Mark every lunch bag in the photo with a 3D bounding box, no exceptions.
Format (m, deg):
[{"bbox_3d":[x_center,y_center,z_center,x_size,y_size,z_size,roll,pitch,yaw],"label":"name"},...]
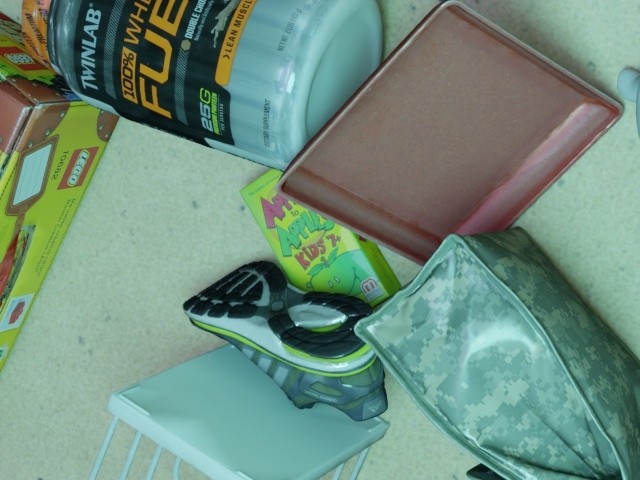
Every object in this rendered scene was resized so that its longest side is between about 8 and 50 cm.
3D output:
[{"bbox_3d":[0.203,0.139,1.637,0.169,0.235,0.287,-45,77,17],"label":"lunch bag"}]

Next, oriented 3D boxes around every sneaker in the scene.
[{"bbox_3d":[-0.039,0.110,1.779,0.300,0.111,0.121,23,138,52],"label":"sneaker"}]

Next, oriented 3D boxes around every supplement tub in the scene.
[{"bbox_3d":[-0.124,-0.207,1.760,0.338,0.207,0.207,19,104,22],"label":"supplement tub"}]

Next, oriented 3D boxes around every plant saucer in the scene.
[{"bbox_3d":[0.122,-0.101,1.668,0.258,0.259,0.048,-46,40,23],"label":"plant saucer"}]

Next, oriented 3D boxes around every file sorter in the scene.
[{"bbox_3d":[-0.094,0.244,1.768,0.193,0.277,0.173,30,110,19],"label":"file sorter"}]

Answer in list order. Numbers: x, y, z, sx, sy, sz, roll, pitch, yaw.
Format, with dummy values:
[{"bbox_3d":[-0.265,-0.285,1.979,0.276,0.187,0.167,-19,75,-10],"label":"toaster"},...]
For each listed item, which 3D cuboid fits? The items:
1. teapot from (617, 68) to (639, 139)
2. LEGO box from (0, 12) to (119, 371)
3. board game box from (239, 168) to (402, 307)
[{"bbox_3d":[0.401,-0.087,1.545,0.252,0.256,0.187,5,144,4],"label":"teapot"},{"bbox_3d":[-0.503,-0.038,1.966,0.372,0.193,0.500,34,109,17],"label":"LEGO box"},{"bbox_3d":[0.000,0.000,1.820,0.092,0.043,0.181,-33,83,25],"label":"board game box"}]
